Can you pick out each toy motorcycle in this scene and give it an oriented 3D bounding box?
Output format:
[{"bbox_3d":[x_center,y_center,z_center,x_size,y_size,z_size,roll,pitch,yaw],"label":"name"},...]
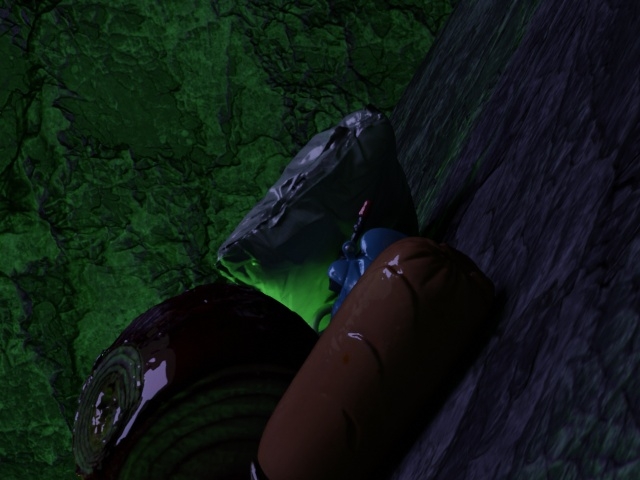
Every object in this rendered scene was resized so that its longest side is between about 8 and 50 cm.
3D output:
[{"bbox_3d":[0.059,0.063,1.712,0.272,0.123,0.182,-82,11,-77],"label":"toy motorcycle"}]

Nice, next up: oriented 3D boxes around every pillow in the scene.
[{"bbox_3d":[0.000,0.000,1.907,0.283,0.138,0.310,-42,-29,-12],"label":"pillow"}]

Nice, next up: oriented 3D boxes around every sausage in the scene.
[{"bbox_3d":[0.051,0.121,1.384,0.304,0.121,0.121,-58,5,33],"label":"sausage"}]

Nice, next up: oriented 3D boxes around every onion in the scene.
[{"bbox_3d":[-0.140,0.202,1.664,0.260,0.281,0.337,52,128,54],"label":"onion"}]

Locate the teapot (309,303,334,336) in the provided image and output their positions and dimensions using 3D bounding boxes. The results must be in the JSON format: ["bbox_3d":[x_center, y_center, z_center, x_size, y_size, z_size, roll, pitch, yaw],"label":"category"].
[{"bbox_3d":[-0.019,0.192,1.843,0.159,0.116,0.246,99,-166,-64],"label":"teapot"}]

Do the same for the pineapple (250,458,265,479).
[{"bbox_3d":[-0.086,0.369,1.506,0.161,0.158,0.334,3,-50,-50],"label":"pineapple"}]
